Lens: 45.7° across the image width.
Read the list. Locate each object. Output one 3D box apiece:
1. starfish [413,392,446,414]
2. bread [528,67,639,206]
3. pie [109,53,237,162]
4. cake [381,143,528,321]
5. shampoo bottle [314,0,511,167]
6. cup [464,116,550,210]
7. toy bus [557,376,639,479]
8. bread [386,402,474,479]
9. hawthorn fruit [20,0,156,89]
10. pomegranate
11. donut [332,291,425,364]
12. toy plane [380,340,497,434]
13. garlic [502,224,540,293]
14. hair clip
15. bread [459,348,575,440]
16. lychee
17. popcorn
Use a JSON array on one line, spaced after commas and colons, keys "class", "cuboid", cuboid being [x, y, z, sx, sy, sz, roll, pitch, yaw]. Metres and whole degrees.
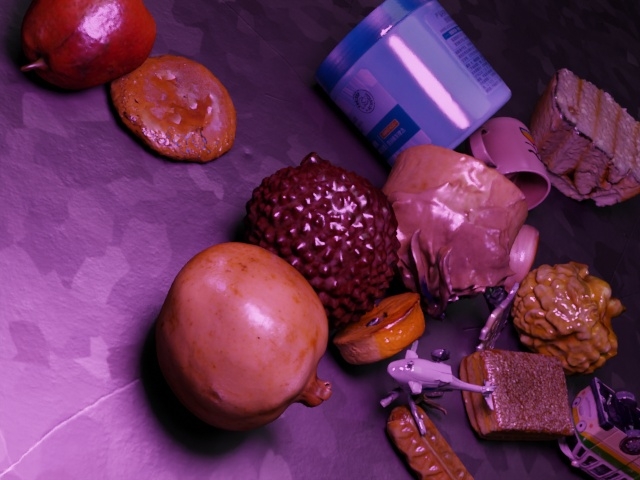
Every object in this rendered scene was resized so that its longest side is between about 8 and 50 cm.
[{"class": "starfish", "cuboid": [0.202, 0.293, 1.532, 0.133, 0.041, 0.130, 37, 24, -42]}, {"class": "bread", "cuboid": [0.729, -0.278, 2.180, 0.395, 0.264, 0.239, 34, 58, -14]}, {"class": "pie", "cuboid": [-0.286, -0.264, 1.519, 0.273, 0.069, 0.273, 16, 57, -26]}, {"class": "cake", "cuboid": [0.238, 0.009, 1.590, 0.332, 0.332, 0.321, 33, 72, -15]}, {"class": "shampoo bottle", "cuboid": [0.220, -0.361, 1.781, 0.343, 0.331, 0.331, 49, 44, -1]}, {"class": "cup", "cuboid": [0.453, -0.208, 1.943, 0.253, 0.191, 0.200, 30, 42, -42]}, {"class": "toy bus", "cuboid": [0.666, 0.457, 1.671, 0.305, 0.179, 0.143, 35, 32, -14]}, {"class": "bread", "cuboid": [0.249, 0.464, 1.424, 0.367, 0.084, 0.077, 54, 4, 4]}, {"class": "hawthorn fruit", "cuboid": [-0.439, -0.375, 1.390, 0.224, 0.224, 0.261, 38, 61, -10]}, {"class": "pomegranate", "cuboid": [-0.129, 0.147, 1.200, 0.307, 0.307, 0.307, 20, 51, -26]}, {"class": "donut", "cuboid": [0.119, 0.176, 1.456, 0.190, 0.174, 0.075, -34, 102, -38]}, {"class": "toy plane", "cuboid": [0.236, 0.274, 1.422, 0.273, 0.107, 0.182, 29, 48, -16]}, {"class": "garlic", "cuboid": [0.472, 0.035, 1.873, 0.115, 0.128, 0.207, 19, 55, 5]}, {"class": "hair clip", "cuboid": [0.383, 0.170, 1.671, 0.056, 0.187, 0.146, 20, 46, 32]}, {"class": "bread", "cuboid": [0.415, 0.331, 1.620, 0.234, 0.110, 0.184, 11, 58, -29]}, {"class": "lychee", "cuboid": [0.000, 0.000, 1.399, 0.306, 0.306, 0.330, 4, 82, -35]}, {"class": "popcorn", "cuboid": [0.567, 0.176, 1.751, 0.258, 0.224, 0.270, 10, 71, -33]}]
